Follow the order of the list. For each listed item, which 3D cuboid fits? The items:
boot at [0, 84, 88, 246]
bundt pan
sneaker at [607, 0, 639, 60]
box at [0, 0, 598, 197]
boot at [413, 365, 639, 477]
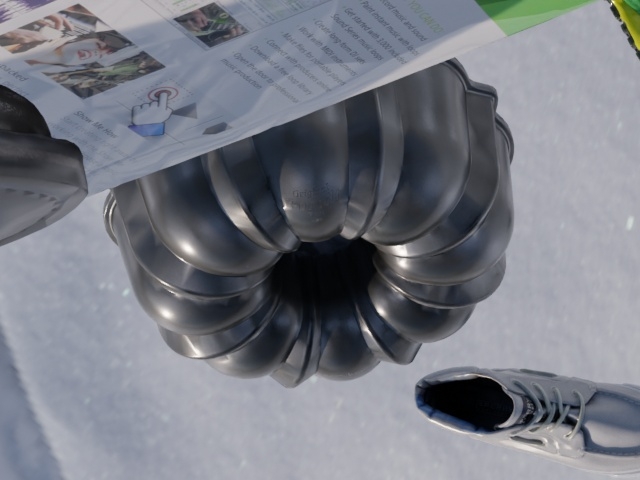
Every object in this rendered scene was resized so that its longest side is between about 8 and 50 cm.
[{"bbox_3d":[-0.163,-0.115,0.349,0.263,0.229,0.091,14,152,-37],"label":"boot"},{"bbox_3d":[0.000,0.000,1.329,0.330,0.124,0.331,-7,142,-6],"label":"bundt pan"},{"bbox_3d":[0.348,-0.284,1.746,0.146,0.134,0.344,-33,86,19],"label":"sneaker"},{"bbox_3d":[-0.053,-0.109,0.648,0.322,0.232,0.058,-18,67,20],"label":"box"},{"bbox_3d":[0.216,0.172,1.654,0.258,0.123,0.095,3,85,31],"label":"boot"}]
